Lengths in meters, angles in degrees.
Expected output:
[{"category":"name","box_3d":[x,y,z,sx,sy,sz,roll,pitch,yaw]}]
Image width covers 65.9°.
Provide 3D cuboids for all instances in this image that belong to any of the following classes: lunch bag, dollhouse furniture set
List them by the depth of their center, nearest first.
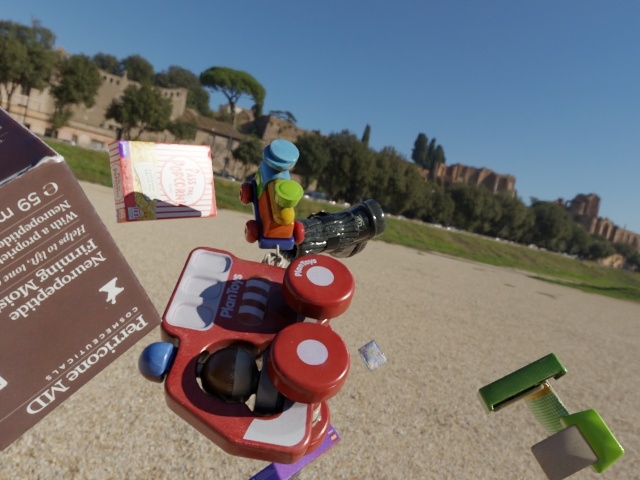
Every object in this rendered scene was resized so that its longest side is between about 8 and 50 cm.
[{"category":"dollhouse furniture set","box_3d":[0.418,0.360,0.953,0.198,0.151,0.301,62,2,27]},{"category":"lunch bag","box_3d":[0.176,0.394,1.692,0.083,0.071,0.053,56,-7,19]}]

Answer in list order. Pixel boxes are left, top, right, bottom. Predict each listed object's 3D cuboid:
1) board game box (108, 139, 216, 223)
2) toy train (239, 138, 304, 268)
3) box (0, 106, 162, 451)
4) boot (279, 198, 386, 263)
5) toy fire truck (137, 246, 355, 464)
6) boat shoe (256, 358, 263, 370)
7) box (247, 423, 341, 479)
[{"category":"board game box","box_3d":[-0.299,-0.112,0.953,0.045,0.147,0.193,-4,3,44]},{"category":"toy train","box_3d":[-0.066,-0.041,0.837,0.105,0.248,0.143,1,-36,-21]},{"category":"box","box_3d":[-0.272,0.021,0.402,0.167,0.168,0.203,31,-31,32]},{"category":"boot","box_3d":[-0.001,-0.004,1.348,0.260,0.131,0.348,-20,-10,-19]},{"category":"toy fire truck","box_3d":[-0.096,0.139,0.668,0.253,0.169,0.302,11,40,-2]},{"category":"boat shoe","box_3d":[-0.198,0.282,1.211,0.095,0.095,0.257,4,13,-27]},{"category":"box","box_3d":[-0.097,0.605,1.283,0.293,0.201,0.057,-22,62,-36]}]
